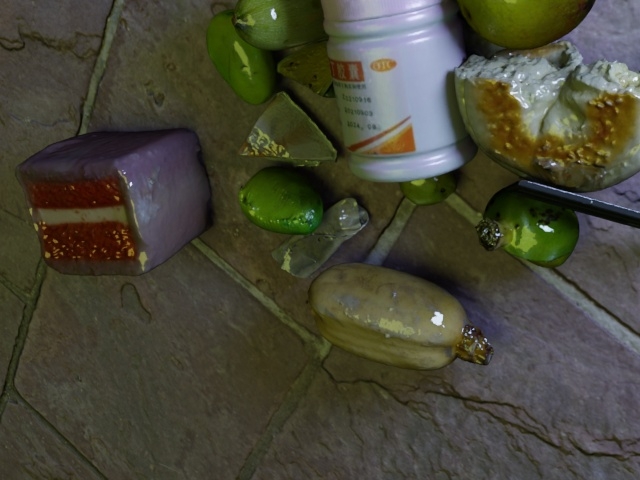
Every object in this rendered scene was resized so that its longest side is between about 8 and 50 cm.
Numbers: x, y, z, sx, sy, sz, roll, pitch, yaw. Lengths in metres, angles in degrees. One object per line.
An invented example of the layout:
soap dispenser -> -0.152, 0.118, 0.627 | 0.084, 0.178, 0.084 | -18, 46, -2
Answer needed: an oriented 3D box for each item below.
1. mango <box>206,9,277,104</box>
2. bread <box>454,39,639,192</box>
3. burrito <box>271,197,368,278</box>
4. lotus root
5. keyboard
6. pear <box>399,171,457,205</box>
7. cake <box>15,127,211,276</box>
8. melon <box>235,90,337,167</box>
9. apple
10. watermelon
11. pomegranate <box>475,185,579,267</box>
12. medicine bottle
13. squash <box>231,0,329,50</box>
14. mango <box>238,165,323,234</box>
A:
mango -> -0.127, -0.311, 1.659 | 0.163, 0.089, 0.117 | 54, 145, 0
bread -> 0.350, -0.166, 1.341 | 0.314, 0.171, 0.192 | 4, 120, 33
burrito -> 0.000, 0.000, 1.753 | 0.087, 0.060, 0.226 | 52, 132, 3
lotus root -> 0.136, 0.132, 1.671 | 0.342, 0.151, 0.169 | 13, 135, 25
keyboard -> 0.446, -0.020, 1.359 | 0.381, 0.103, 0.041 | 22, 88, -1
pear -> 0.168, -0.098, 1.566 | 0.097, 0.092, 0.092 | 9, 118, 33
cake -> -0.385, -0.080, 1.878 | 0.309, 0.230, 0.237 | 2, 116, 35
melon -> -0.065, -0.186, 1.687 | 0.202, 0.093, 0.139 | 7, 107, 26
apple -> 0.266, -0.349, 1.307 | 0.196, 0.157, 0.196 | 1, 92, 31
watermelon -> 0.006, -0.282, 1.575 | 0.181, 0.092, 0.075 | -137, 47, -57
pomegranate -> 0.306, -0.030, 1.455 | 0.122, 0.169, 0.143 | -55, 47, 16
medicine bottle -> 0.113, -0.263, 1.441 | 0.202, 0.202, 0.316 | 4, 114, 35
squash -> -0.062, -0.357, 1.534 | 0.123, 0.186, 0.123 | 18, 119, 35
mango -> -0.063, -0.063, 1.722 | 0.178, 0.119, 0.100 | 33, 170, 40
